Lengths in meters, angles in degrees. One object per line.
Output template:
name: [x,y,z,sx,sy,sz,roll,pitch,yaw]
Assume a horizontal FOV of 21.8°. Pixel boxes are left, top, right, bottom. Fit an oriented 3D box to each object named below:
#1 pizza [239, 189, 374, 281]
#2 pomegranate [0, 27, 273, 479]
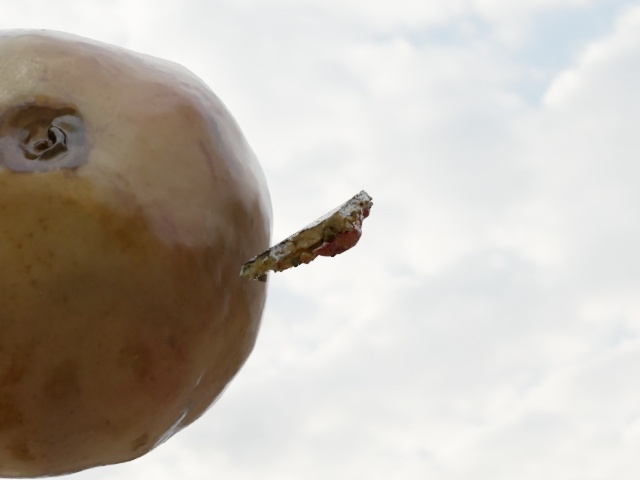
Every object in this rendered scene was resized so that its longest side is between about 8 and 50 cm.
pizza: [-0.008,0.004,1.108,0.099,0.029,0.100,-31,1,11]
pomegranate: [-0.245,0.019,1.436,0.411,0.411,0.411,-5,-25,-3]
